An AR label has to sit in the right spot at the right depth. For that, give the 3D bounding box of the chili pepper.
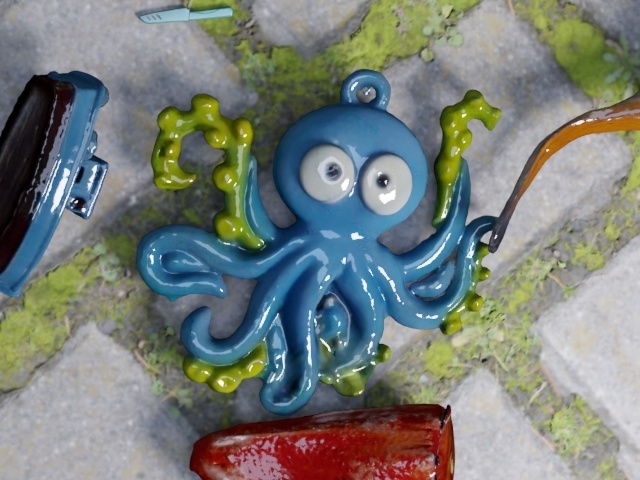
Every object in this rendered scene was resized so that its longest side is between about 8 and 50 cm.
[{"bbox_3d":[0.002,0.230,1.737,0.253,0.144,0.136,0,55,3],"label":"chili pepper"}]

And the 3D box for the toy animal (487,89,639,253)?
[{"bbox_3d":[0.321,-0.114,1.746,0.284,0.225,0.302,8,74,7],"label":"toy animal"}]

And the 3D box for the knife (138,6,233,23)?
[{"bbox_3d":[-0.129,-0.217,1.746,0.091,0.005,0.014,-7,94,-4],"label":"knife"}]

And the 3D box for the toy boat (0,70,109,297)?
[{"bbox_3d":[-0.257,-0.052,1.707,0.097,0.100,0.223,17,98,-41],"label":"toy boat"}]

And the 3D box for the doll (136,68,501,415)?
[{"bbox_3d":[0.000,0.000,1.720,0.346,0.099,0.341,11,91,-6],"label":"doll"}]
